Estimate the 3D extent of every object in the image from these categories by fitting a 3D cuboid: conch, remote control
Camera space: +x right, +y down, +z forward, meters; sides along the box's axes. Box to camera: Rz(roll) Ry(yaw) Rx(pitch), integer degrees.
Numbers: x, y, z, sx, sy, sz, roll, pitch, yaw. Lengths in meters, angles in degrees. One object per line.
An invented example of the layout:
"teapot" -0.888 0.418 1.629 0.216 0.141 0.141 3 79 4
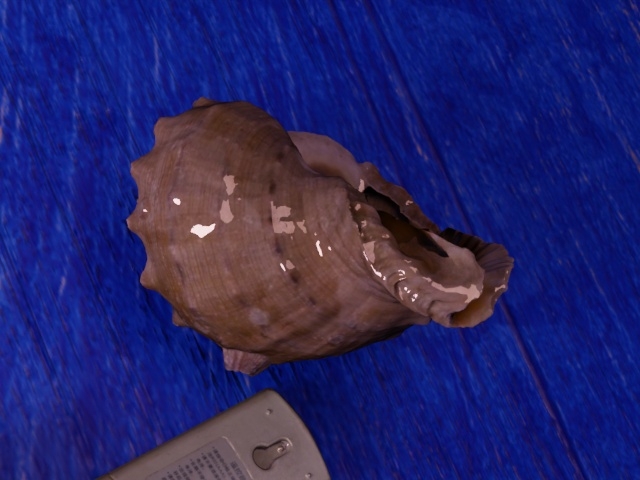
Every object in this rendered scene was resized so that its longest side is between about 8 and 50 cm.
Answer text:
"conch" -0.005 0.008 1.229 0.324 0.186 0.263 36 33 26
"remote control" -0.096 0.195 1.161 0.233 0.038 0.098 -26 78 -39
